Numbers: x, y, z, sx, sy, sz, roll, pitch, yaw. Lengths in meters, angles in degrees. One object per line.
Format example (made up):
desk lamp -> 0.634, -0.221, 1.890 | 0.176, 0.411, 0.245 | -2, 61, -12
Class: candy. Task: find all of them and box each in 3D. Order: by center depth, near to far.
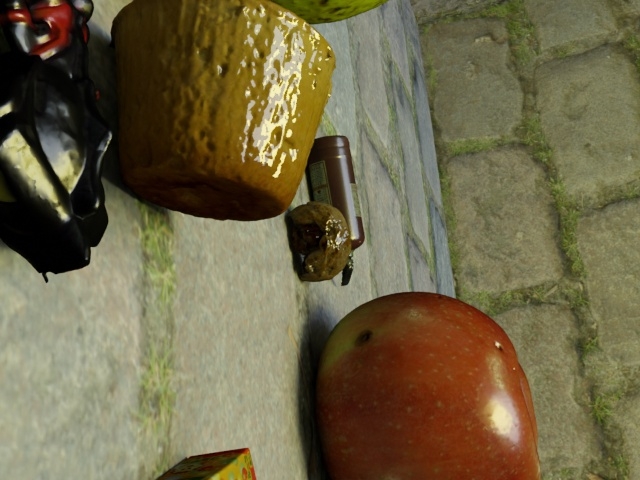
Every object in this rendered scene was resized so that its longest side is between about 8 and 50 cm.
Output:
candy -> -0.101, 0.203, 0.621 | 0.122, 0.062, 0.038 | -4, 82, -73

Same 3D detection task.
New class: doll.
doll -> -0.183, -0.086, 0.515 | 0.127, 0.088, 0.249 | 16, 53, -50

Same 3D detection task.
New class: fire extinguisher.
fire extinguisher -> 0.026, -0.044, 1.226 | 0.099, 0.071, 0.231 | 156, -76, -78

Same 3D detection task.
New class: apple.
apple -> 0.147, 0.237, 1.059 | 0.348, 0.277, 0.348 | -12, 90, -73

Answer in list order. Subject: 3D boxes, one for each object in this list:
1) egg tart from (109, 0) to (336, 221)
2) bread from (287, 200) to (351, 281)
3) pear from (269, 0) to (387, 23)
egg tart -> -0.094, -0.105, 0.672 | 0.202, 0.202, 0.147 | 42, 54, -65
bread -> 0.000, 0.000, 1.074 | 0.060, 0.082, 0.113 | -12, 87, -71
pear -> -0.030, -0.400, 0.738 | 0.391, 0.391, 0.391 | -11, 90, -74
